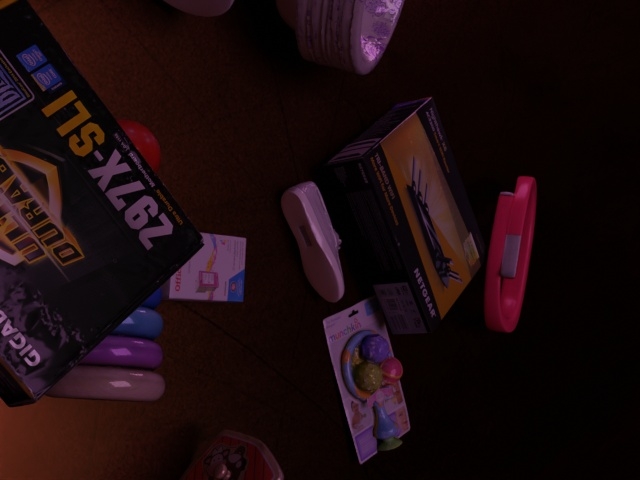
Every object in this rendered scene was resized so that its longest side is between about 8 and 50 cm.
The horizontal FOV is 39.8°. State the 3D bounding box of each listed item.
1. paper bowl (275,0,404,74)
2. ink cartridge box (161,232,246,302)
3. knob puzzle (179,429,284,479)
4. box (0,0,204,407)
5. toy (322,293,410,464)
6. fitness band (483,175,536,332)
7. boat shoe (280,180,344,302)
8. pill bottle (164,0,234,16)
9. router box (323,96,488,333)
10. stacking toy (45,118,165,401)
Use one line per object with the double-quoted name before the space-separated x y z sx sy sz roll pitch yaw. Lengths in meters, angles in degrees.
"paper bowl" 0.035 -0.388 1.249 0.284 0.148 0.284 18 90 -77
"ink cartridge box" -0.160 0.035 1.150 0.122 0.052 0.088 6 84 -44
"knob puzzle" -0.129 0.313 1.083 0.030 0.213 0.213 45 58 -34
"box" -0.300 -0.043 0.866 0.322 0.079 0.257 55 49 -14
"toy" 0.091 0.216 1.393 0.137 0.056 0.237 -21 103 -45
"fitness band" 0.347 0.024 1.611 0.209 0.054 0.291 54 48 -64
"boat shoe" 0.000 0.000 1.313 0.063 0.066 0.184 -33 101 -40
"pill bottle" -0.122 -0.436 1.134 0.162 0.162 0.278 40 61 -37
"router box" 0.148 -0.042 1.426 0.243 0.081 0.309 -45 119 -45
"stacking toy" -0.238 0.017 1.023 0.141 0.141 0.330 14 75 -44
